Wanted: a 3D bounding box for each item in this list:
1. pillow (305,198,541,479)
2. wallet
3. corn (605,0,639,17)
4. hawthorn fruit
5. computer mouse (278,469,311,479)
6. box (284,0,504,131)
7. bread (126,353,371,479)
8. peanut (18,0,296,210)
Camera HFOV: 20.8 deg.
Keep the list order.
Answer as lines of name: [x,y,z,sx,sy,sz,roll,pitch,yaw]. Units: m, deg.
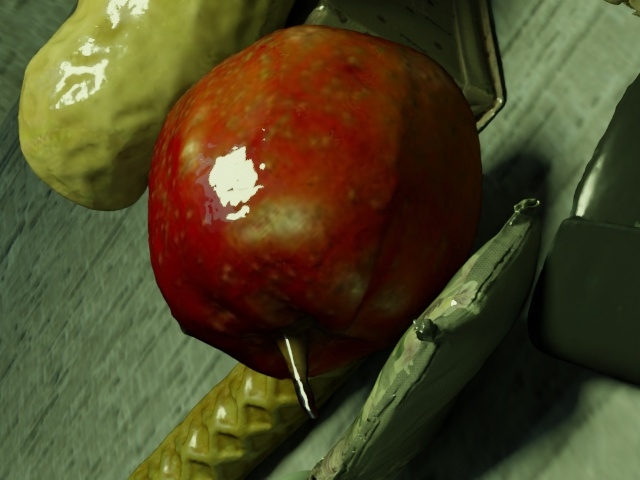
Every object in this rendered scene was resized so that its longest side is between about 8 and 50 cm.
pillow: [0.075,0.093,1.211,0.169,0.059,0.255,-42,-12,-41]
wallet: [0.268,-0.005,0.994,0.228,0.062,0.406,-63,22,-5]
corn: [0.278,-0.301,1.269,0.106,0.106,0.305,-12,52,61]
hawthorn fruit: [0.000,0.000,1.275,0.254,0.254,0.300,-41,44,41]
computer mouse: [-0.042,0.231,1.419,0.110,0.032,0.056,-57,22,11]
box: [0.013,-0.175,1.581,0.225,0.190,0.297,-49,25,31]
bread: [-0.054,0.140,1.495,0.367,0.084,0.077,-45,72,30]
peanut: [-0.116,-0.206,1.400,0.169,0.192,0.387,15,79,59]
